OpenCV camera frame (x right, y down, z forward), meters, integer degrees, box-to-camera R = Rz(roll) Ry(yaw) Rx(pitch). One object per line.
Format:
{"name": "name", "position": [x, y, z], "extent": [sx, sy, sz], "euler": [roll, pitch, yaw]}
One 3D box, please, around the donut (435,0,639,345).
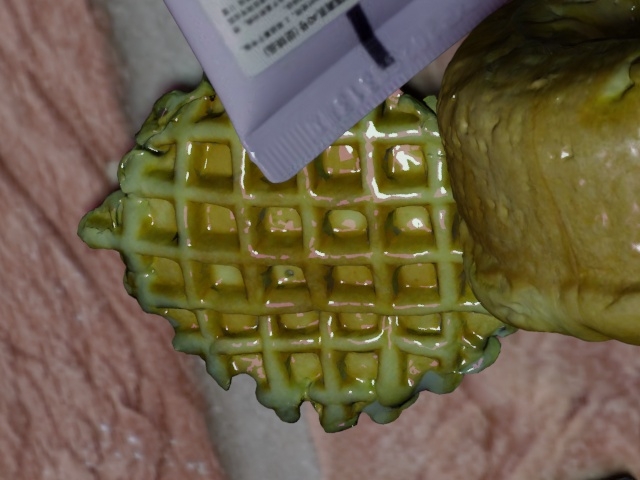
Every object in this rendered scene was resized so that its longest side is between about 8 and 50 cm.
{"name": "donut", "position": [0.176, -0.051, 0.824], "extent": [0.261, 0.208, 0.128], "euler": [-16, 112, 14]}

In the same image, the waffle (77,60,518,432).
{"name": "waffle", "position": [0.000, 0.000, 0.989], "extent": [0.214, 0.054, 0.208], "euler": [41, 120, -9]}

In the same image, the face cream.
{"name": "face cream", "position": [-0.039, -0.175, 0.875], "extent": [0.154, 0.096, 0.274], "euler": [-40, 107, -9]}

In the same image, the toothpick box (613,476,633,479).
{"name": "toothpick box", "position": [0.132, 0.160, 1.048], "extent": [0.083, 0.052, 0.052], "euler": [-22, 111, 27]}
